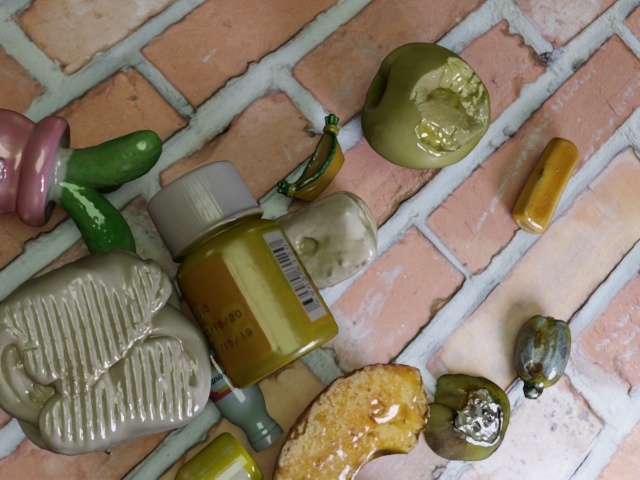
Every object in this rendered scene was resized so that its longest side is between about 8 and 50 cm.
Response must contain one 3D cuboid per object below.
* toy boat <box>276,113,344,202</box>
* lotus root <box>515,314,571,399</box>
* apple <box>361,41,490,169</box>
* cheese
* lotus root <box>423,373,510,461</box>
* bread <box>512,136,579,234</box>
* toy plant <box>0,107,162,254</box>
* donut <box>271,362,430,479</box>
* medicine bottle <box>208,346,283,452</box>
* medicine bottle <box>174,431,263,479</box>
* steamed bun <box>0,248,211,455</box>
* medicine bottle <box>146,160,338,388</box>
[{"bbox_3d":[-0.010,-0.167,1.673,0.088,0.089,0.229,46,61,-23],"label":"toy boat"},{"bbox_3d":[0.480,0.253,1.709,0.113,0.088,0.192,17,73,6],"label":"lotus root"},{"bbox_3d":[0.220,-0.279,1.682,0.279,0.279,0.279,3,76,-14],"label":"apple"},{"bbox_3d":[0.000,0.002,1.615,0.248,0.251,0.173,-23,98,17],"label":"cheese"},{"bbox_3d":[0.316,0.368,1.644,0.204,0.078,0.183,3,76,-13],"label":"lotus root"},{"bbox_3d":[0.518,-0.126,1.815,0.093,0.074,0.239,35,71,-12],"label":"bread"},{"bbox_3d":[-0.497,-0.100,1.480,0.356,0.210,0.317,13,107,-16],"label":"toy plant"},{"bbox_3d":[0.075,0.465,1.514,0.378,0.163,0.434,-9,82,-16],"label":"donut"},{"bbox_3d":[-0.159,0.302,1.522,0.090,0.090,0.216,-35,88,-20],"label":"medicine bottle"},{"bbox_3d":[-0.220,0.466,1.451,0.212,0.122,0.122,-38,89,-19],"label":"medicine bottle"},{"bbox_3d":[-0.409,0.202,1.392,0.368,0.255,0.342,-12,86,-33],"label":"steamed bun"},{"bbox_3d":[-0.151,0.061,1.459,0.224,0.224,0.384,-28,84,-19],"label":"medicine bottle"}]
